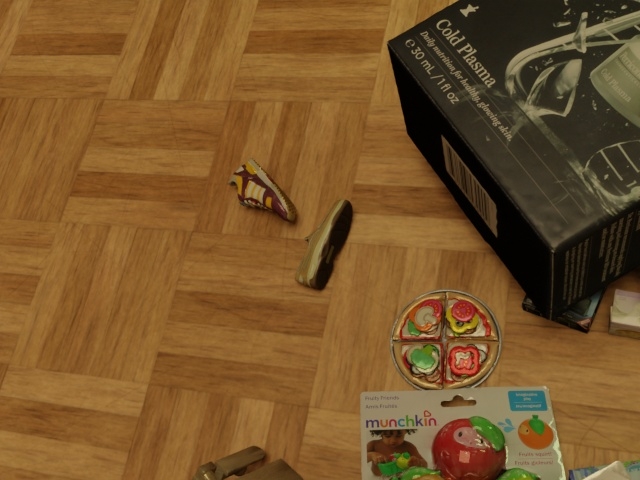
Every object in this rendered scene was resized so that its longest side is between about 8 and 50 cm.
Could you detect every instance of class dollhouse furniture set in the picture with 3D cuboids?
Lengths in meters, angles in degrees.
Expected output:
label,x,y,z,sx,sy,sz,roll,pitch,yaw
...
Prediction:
label,x,y,z,sx,sy,sz,roll,pitch,yaw
dollhouse furniture set,-0.145,0.449,1.410,0.144,0.123,0.151,36,113,28

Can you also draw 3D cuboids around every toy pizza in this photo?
label,x,y,z,sx,sy,sz,roll,pitch,yaw
toy pizza,0.222,0.177,1.433,0.201,0.032,0.201,-7,63,13

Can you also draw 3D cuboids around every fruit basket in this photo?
label,x,y,z,sx,sy,sz,roll,pitch,yaw
fruit basket,0.226,0.381,1.250,0.326,0.165,0.353,-2,54,5

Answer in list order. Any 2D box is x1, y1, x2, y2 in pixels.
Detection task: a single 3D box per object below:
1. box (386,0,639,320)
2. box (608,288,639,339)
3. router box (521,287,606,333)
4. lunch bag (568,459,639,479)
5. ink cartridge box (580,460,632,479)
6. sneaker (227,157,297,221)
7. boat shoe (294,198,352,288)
label,x,y,z,sx,sy,sz,roll,pitch,yaw
box,0.441,-0.213,1.329,0.471,0.297,0.480,-30,61,-3
box,0.643,0.145,1.305,0.323,0.067,0.063,10,68,20
router box,0.429,0.098,1.407,0.122,0.038,0.092,20,71,24
lunch bag,0.455,0.421,1.206,0.128,0.096,0.151,-13,52,10
ink cartridge box,0.436,0.427,1.128,0.115,0.067,0.198,-31,75,4
sneaker,-0.121,-0.087,1.652,0.084,0.069,0.185,-42,54,4
boat shoe,0.000,0.000,1.571,0.072,0.068,0.190,13,68,34
